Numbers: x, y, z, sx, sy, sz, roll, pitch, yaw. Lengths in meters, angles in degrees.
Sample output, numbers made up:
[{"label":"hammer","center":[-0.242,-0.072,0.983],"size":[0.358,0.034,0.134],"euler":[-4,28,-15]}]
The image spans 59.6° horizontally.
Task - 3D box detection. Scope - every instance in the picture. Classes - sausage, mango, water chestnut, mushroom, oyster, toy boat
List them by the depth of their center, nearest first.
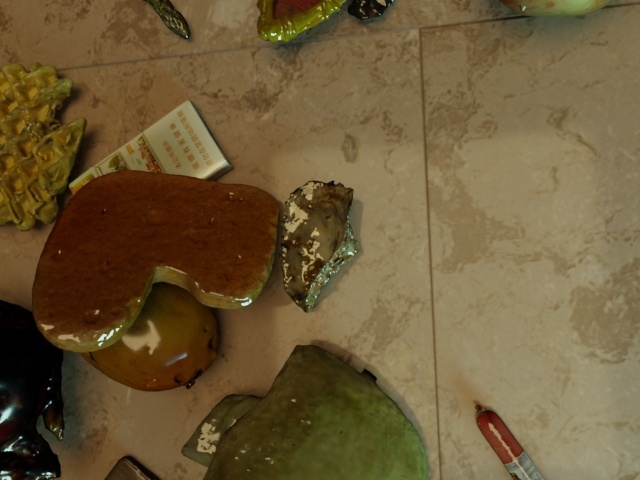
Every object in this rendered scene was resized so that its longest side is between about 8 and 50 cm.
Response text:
[{"label":"mushroom","center":[-0.011,0.262,0.646],"size":[0.292,0.212,0.217],"euler":[39,100,19]},{"label":"sausage","center":[0.263,0.304,0.663],"size":[0.034,0.034,0.253],"euler":[-35,78,6]},{"label":"water chestnut","center":[-0.459,0.204,0.704],"size":[0.244,0.289,0.289],"euler":[0,84,7]},{"label":"oyster","center":[-0.003,0.008,0.738],"size":[0.106,0.056,0.177],"euler":[1,83,23]},{"label":"mango","center":[-0.249,0.098,0.743],"size":[0.249,0.151,0.156],"euler":[31,59,19]},{"label":"toy boat","center":[0.011,-0.398,0.758],"size":[0.141,0.099,0.317],"euler":[33,94,16]}]

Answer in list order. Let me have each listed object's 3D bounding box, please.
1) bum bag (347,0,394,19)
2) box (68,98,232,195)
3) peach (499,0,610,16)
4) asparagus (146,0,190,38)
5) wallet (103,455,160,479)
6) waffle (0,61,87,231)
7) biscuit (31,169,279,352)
[{"label":"bum bag","center":[0.086,-0.355,0.768],"size":[0.058,0.034,0.124],"euler":[28,90,27]},{"label":"box","center":[-0.248,-0.094,0.808],"size":[0.220,0.032,0.122],"euler":[-34,78,7]},{"label":"peach","center":[0.295,-0.381,0.663],"size":[0.233,0.232,0.232],"euler":[-1,84,11]},{"label":"asparagus","center":[-0.246,-0.359,0.834],"size":[0.030,0.036,0.165],"euler":[-44,78,12]},{"label":"wallet","center":[-0.230,0.379,0.758],"size":[0.176,0.026,0.095],"euler":[36,90,12]},{"label":"waffle","center":[-0.470,-0.148,0.847],"size":[0.250,0.056,0.261],"euler":[16,90,17]},{"label":"biscuit","center":[-0.190,0.025,0.689],"size":[0.277,0.052,0.262],"euler":[5,51,-10]}]
